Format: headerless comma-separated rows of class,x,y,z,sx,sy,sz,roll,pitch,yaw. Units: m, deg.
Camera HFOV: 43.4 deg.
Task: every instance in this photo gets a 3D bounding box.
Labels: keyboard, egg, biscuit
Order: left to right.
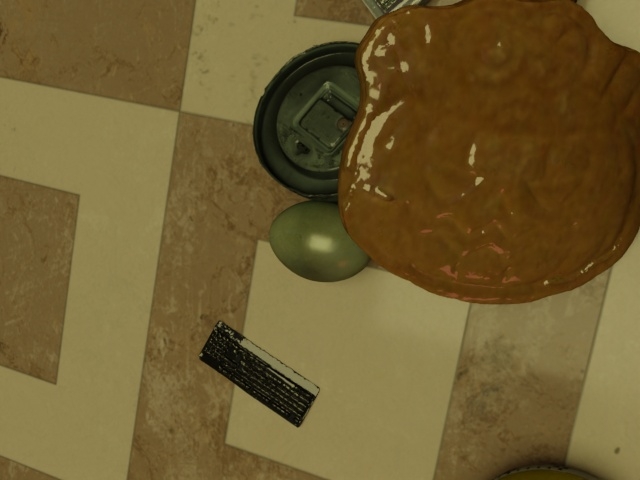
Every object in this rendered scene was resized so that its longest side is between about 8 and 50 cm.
keyboard,-0.097,0.204,1.233,0.196,0.015,0.074,32,106,15
egg,0.000,0.000,1.120,0.152,0.114,0.114,14,100,20
biscuit,0.215,-0.098,0.944,0.385,0.062,0.365,2,106,-11

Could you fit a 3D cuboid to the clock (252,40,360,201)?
clock,0.018,-0.161,1.097,0.226,0.049,0.226,-5,74,20

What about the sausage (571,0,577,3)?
sausage,0.245,-0.265,0.998,0.117,0.125,0.317,32,103,19

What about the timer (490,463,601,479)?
timer,0.273,0.426,0.970,0.285,0.285,0.285,2,96,22

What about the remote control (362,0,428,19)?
remote control,0.058,-0.412,1.099,0.103,0.034,0.250,-37,82,21
